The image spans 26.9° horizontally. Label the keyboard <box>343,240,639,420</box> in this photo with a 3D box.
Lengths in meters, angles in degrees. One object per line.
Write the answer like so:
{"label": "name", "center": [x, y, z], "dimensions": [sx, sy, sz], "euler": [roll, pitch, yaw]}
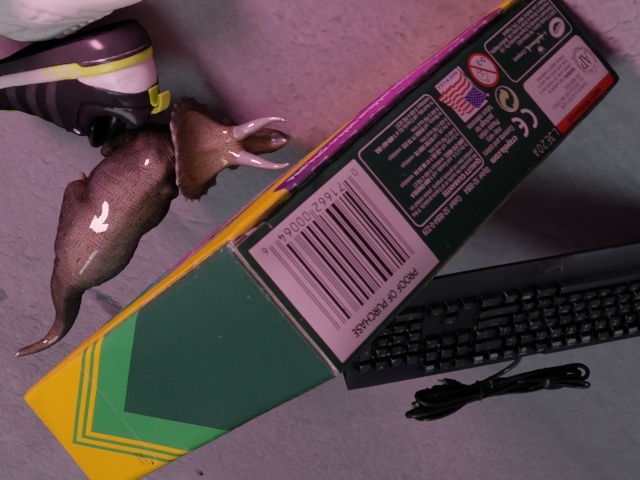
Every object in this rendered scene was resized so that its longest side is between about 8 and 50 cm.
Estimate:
{"label": "keyboard", "center": [0.172, 0.081, 1.091], "dimensions": [0.317, 0.033, 0.201], "euler": [-9, 143, -10]}

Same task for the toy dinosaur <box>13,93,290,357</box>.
{"label": "toy dinosaur", "center": [-0.178, -0.028, 1.161], "dimensions": [0.121, 0.313, 0.160], "euler": [49, 177, -13]}

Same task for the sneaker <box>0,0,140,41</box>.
{"label": "sneaker", "center": [-0.207, -0.207, 1.074], "dimensions": [0.235, 0.090, 0.095], "euler": [4, 153, 32]}

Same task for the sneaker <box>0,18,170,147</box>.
{"label": "sneaker", "center": [-0.222, -0.119, 1.144], "dimensions": [0.235, 0.084, 0.097], "euler": [-3, 114, 43]}

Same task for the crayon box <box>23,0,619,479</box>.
{"label": "crayon box", "center": [0.000, 0.000, 0.946], "dimensions": [0.106, 0.363, 0.313], "euler": [50, 140, -3]}
